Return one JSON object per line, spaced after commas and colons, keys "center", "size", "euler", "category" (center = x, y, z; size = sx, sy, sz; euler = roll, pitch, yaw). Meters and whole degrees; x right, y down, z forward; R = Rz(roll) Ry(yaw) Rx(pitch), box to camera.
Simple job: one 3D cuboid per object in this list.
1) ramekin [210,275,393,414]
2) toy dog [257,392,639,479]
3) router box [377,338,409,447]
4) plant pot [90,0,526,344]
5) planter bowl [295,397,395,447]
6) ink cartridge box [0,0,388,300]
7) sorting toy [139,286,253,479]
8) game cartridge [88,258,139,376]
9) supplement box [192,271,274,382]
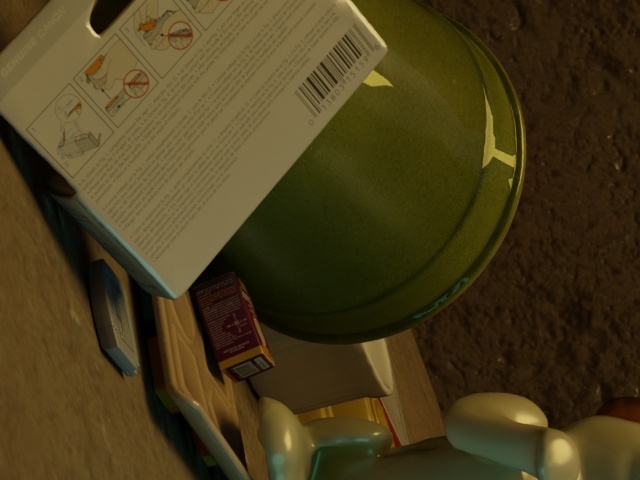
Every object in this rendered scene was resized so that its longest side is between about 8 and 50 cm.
{"center": [-0.026, 0.059, 1.916], "size": [0.277, 0.135, 0.277], "euler": [-19, 90, -83], "category": "ramekin"}
{"center": [0.169, 0.286, 1.590], "size": [0.395, 0.408, 0.284], "euler": [80, 2, -70], "category": "toy dog"}
{"center": [0.025, 0.126, 2.367], "size": [0.335, 0.082, 0.301], "euler": [-101, 169, -53], "category": "router box"}
{"center": [-0.036, -0.119, 1.622], "size": [0.353, 0.366, 0.366], "euler": [34, 36, -60], "category": "plant pot"}
{"center": [0.039, 0.245, 2.112], "size": [0.217, 0.090, 0.217], "euler": [-19, 90, -83], "category": "planter bowl"}
{"center": [-0.108, -0.132, 1.322], "size": [0.239, 0.275, 0.060], "euler": [49, -18, -29], "category": "ink cartridge box"}
{"center": [-0.113, 0.114, 1.512], "size": [0.193, 0.038, 0.208], "euler": [63, 6, -49], "category": "sorting toy"}
{"center": [-0.161, 0.058, 1.341], "size": [0.056, 0.017, 0.083], "euler": [67, 6, -55], "category": "game cartridge"}
{"center": [-0.078, 0.079, 1.565], "size": [0.055, 0.043, 0.083], "euler": [55, 13, -70], "category": "supplement box"}
